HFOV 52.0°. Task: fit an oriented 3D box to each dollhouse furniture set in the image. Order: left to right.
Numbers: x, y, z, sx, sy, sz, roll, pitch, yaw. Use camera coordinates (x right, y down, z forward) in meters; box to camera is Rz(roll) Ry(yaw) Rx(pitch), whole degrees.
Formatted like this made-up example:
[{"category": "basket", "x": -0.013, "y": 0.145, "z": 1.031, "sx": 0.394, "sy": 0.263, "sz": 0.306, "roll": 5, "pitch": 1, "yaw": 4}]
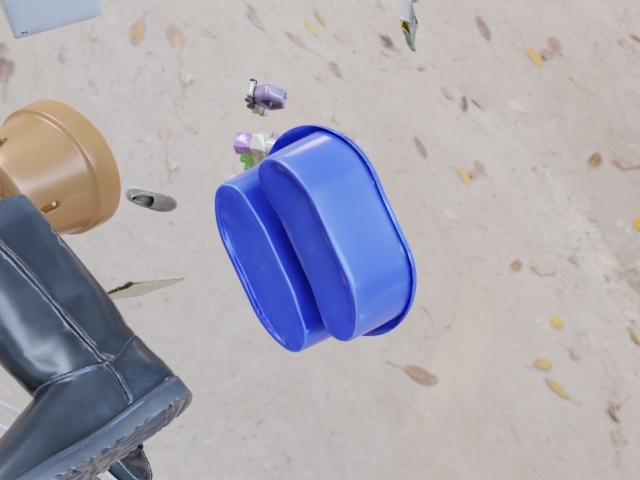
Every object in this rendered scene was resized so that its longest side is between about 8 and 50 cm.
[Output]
[{"category": "dollhouse furniture set", "x": 0.135, "y": -0.401, "z": 1.119, "sx": 0.058, "sy": 0.076, "sz": 0.152, "roll": 2, "pitch": 67, "yaw": 17}]

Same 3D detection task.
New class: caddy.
[{"category": "caddy", "x": 0.000, "y": 0.000, "z": 0.977, "sx": 0.179, "sy": 0.241, "sz": 0.342, "roll": -27, "pitch": 94, "yaw": -43}]

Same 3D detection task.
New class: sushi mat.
[{"category": "sushi mat", "x": -0.467, "y": 0.123, "z": 1.652, "sx": 0.316, "sy": 0.151, "sz": 0.019, "roll": 5, "pitch": 67, "yaw": -80}]

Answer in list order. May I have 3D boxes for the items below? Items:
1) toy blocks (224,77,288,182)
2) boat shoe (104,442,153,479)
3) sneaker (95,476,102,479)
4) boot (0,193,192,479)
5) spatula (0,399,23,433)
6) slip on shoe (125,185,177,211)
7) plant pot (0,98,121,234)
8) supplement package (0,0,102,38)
[{"category": "toy blocks", "x": -0.074, "y": -0.207, "z": 1.715, "sx": 0.259, "sy": 0.288, "sz": 0.309, "roll": 9, "pitch": 74, "yaw": 7}, {"category": "boat shoe", "x": -0.484, "y": 0.450, "z": 1.566, "sx": 0.340, "sy": 0.113, "sz": 0.127, "roll": 42, "pitch": 6, "yaw": 38}, {"category": "sneaker", "x": -0.605, "y": 0.646, "z": 1.660, "sx": 0.080, "sy": 0.211, "sz": 0.081, "roll": 54, "pitch": 40, "yaw": -19}, {"category": "boot", "x": -0.457, "y": 0.158, "z": 0.939, "sx": 0.445, "sy": 0.146, "sz": 0.367, "roll": 46, "pitch": 41, "yaw": 14}, {"category": "spatula", "x": -0.606, "y": 0.347, "z": 1.230, "sx": 0.241, "sy": 0.168, "sz": 0.019, "roll": 15, "pitch": 24, "yaw": 27}, {"category": "slip on shoe", "x": -0.416, "y": -0.098, "z": 1.628, "sx": 0.135, "sy": 0.051, "sz": 0.041, "roll": 21, "pitch": 17, "yaw": -38}, {"category": "plant pot", "x": -0.589, "y": -0.120, "z": 1.339, "sx": 0.291, "sy": 0.291, "sz": 0.203, "roll": 45, "pitch": 40, "yaw": 1}, {"category": "supplement package", "x": -0.423, "y": -0.438, "z": 0.927, "sx": 0.133, "sy": 0.139, "sz": 0.244, "roll": -24, "pitch": 80, "yaw": -19}]
